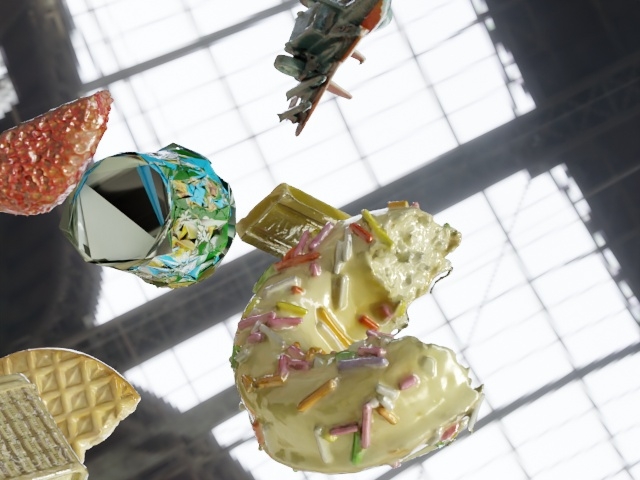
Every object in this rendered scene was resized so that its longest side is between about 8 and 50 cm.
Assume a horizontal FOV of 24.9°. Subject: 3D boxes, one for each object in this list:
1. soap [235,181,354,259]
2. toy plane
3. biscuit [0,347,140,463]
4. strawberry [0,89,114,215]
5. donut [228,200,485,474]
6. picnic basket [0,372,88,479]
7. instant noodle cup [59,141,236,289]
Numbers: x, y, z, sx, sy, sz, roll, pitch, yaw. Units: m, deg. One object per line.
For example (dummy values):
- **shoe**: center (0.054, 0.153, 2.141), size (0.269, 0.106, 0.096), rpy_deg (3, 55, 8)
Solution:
- **soap**: center (0.000, -0.001, 1.915), size (0.092, 0.252, 0.037), rpy_deg (-42, -131, 19)
- **toy plane**: center (0.017, -0.238, 1.629), size (0.104, 0.222, 0.326), rpy_deg (21, -13, -4)
- **biscuit**: center (-0.410, 0.262, 1.953), size (0.204, 0.309, 0.040), rpy_deg (43, -2, 12)
- **strawberry**: center (-0.358, -0.095, 1.891), size (0.236, 0.175, 0.106), rpy_deg (-31, -100, 56)
- **donut**: center (0.031, 0.117, 1.719), size (0.307, 0.371, 0.150), rpy_deg (-24, -55, 18)
- **picnic basket**: center (-0.447, 0.291, 1.589), size (0.175, 0.313, 0.228), rpy_deg (48, -48, 33)
- **instant noodle cup**: center (-0.270, -0.041, 2.262), size (0.240, 0.178, 0.240), rpy_deg (-2, -94, 23)
